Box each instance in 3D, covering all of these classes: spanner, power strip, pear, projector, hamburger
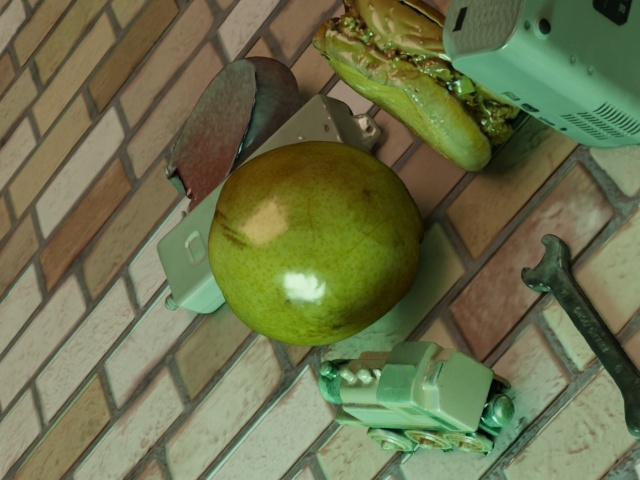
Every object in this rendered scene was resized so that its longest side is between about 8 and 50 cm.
[{"bbox_3d":[0.232,0.078,1.442,0.054,0.015,0.254,-48,36,16],"label":"spanner"},{"bbox_3d":[-0.069,-0.030,1.859,0.338,0.058,0.098,-42,55,28],"label":"power strip"},{"bbox_3d":[0.000,0.000,1.646,0.209,0.209,0.209,-32,44,37],"label":"pear"},{"bbox_3d":[0.232,-0.233,1.497,0.108,0.198,0.250,-6,63,51],"label":"projector"},{"bbox_3d":[0.096,-0.157,1.622,0.108,0.214,0.214,-58,34,-1],"label":"hamburger"}]

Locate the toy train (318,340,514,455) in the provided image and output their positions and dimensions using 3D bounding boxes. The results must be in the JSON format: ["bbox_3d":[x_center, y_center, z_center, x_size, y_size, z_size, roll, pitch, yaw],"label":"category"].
[{"bbox_3d":[0.079,0.136,1.506,0.194,0.125,0.080,-5,59,51],"label":"toy train"}]

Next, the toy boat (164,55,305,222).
[{"bbox_3d":[-0.091,-0.111,1.961,0.227,0.085,0.155,-55,36,30],"label":"toy boat"}]
